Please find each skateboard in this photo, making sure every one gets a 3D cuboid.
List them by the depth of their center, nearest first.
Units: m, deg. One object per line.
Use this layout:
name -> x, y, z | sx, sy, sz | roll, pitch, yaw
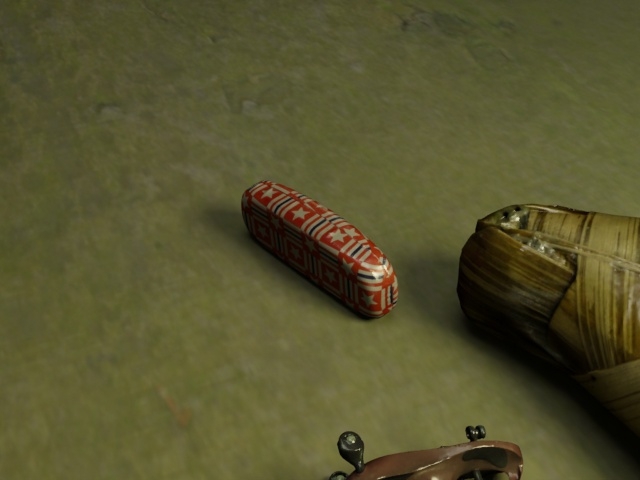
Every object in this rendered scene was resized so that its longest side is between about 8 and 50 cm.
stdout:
skateboard -> 0.084, 0.182, 0.761 | 0.152, 0.067, 0.080 | -5, 48, -13

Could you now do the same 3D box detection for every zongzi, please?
zongzi -> 0.229, 0.099, 0.817 | 0.286, 0.134, 0.288 | 9, 47, 20

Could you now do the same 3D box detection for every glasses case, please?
glasses case -> 0.000, 0.000, 0.970 | 0.049, 0.073, 0.194 | -35, 50, -28
